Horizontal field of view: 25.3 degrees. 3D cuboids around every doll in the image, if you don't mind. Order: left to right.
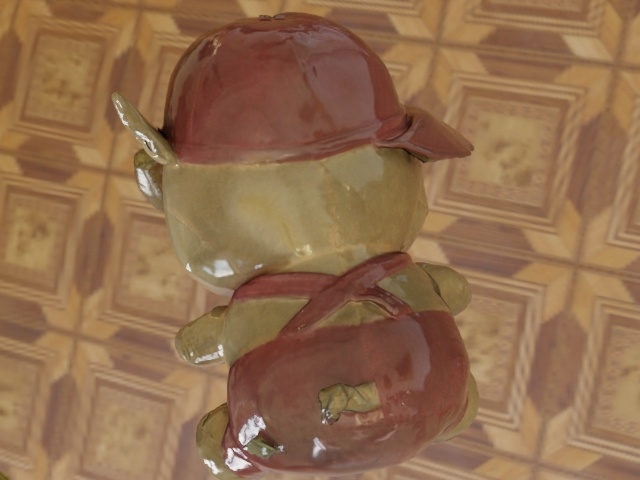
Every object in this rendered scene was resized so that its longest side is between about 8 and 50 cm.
[{"bbox_3d":[-0.003,0.001,0.793,0.152,0.196,0.255,-17,85,44],"label":"doll"}]

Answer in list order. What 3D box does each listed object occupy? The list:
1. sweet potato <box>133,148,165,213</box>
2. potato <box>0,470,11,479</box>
[{"bbox_3d":[-0.075,-0.021,1.129,0.077,0.244,0.077,-3,82,25],"label":"sweet potato"},{"bbox_3d":[-0.213,0.128,0.697,0.188,0.085,0.105,27,104,0],"label":"potato"}]
